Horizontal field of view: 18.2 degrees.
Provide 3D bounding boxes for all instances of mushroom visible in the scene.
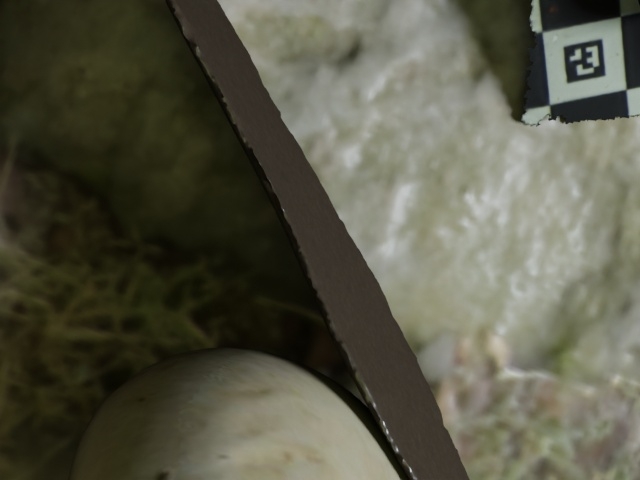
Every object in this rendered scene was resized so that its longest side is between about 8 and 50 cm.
[{"bbox_3d":[-0.036,0.152,0.904,0.206,0.209,0.206,11,67,-27],"label":"mushroom"}]

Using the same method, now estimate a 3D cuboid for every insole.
[{"bbox_3d":[0.000,0.000,0.935,0.007,0.111,0.327,-29,83,13],"label":"insole"}]

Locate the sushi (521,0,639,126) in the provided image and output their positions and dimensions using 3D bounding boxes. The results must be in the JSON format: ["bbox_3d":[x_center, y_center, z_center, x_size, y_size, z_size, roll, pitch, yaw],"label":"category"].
[{"bbox_3d":[0.208,-0.138,0.950,0.210,0.040,0.192,-3,119,-8],"label":"sushi"}]
